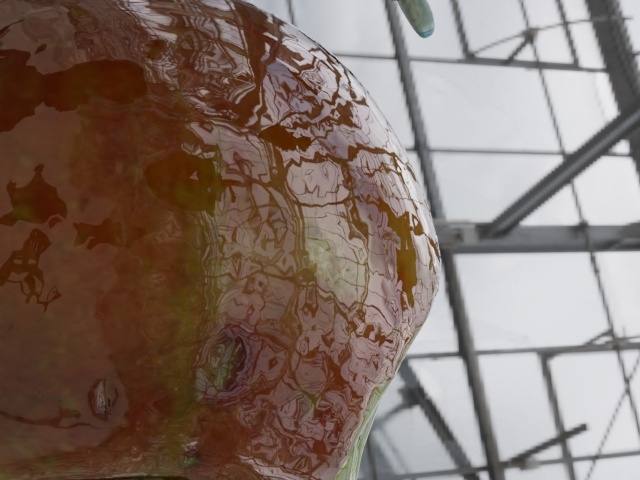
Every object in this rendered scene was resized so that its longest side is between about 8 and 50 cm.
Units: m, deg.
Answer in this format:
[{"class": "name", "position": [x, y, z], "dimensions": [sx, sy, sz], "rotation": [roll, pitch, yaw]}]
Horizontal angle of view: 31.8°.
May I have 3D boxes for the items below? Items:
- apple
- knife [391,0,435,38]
[{"class": "apple", "position": [-0.104, 0.020, 0.600], "dimensions": [0.339, 0.340, 0.339], "rotation": [180, -90, -67]}, {"class": "knife", "position": [0.070, -0.263, 1.104], "dimensions": [0.222, 0.031, 0.064], "rotation": [-109, 176, -51]}]
